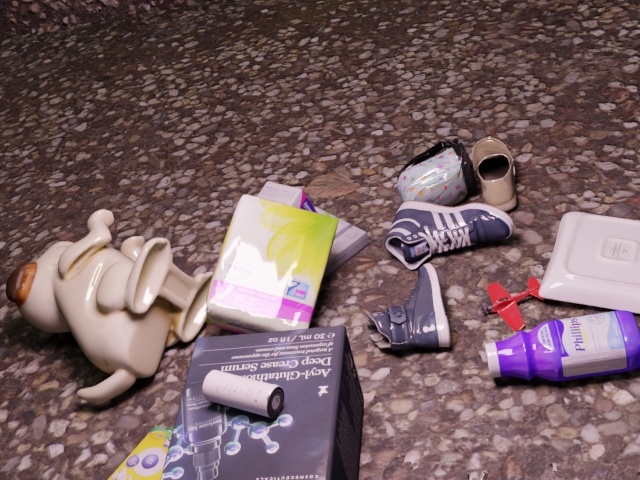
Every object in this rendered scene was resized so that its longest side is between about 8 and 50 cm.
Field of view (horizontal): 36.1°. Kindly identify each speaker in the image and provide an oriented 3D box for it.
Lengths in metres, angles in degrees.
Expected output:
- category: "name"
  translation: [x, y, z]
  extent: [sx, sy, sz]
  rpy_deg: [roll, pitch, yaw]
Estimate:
- category: "speaker"
  translation: [-0.132, 0.259, 1.665]
  extent: [0.136, 0.055, 0.055]
  rpy_deg: [9, 43, 29]

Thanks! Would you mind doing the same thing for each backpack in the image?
- category: "backpack"
  translation: [0.271, -0.137, 2.308]
  extent: [0.182, 0.152, 0.115]
  rpy_deg: [-23, 42, -1]

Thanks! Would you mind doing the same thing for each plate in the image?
- category: "plate"
  translation: [0.614, 0.034, 2.023]
  extent: [0.277, 0.045, 0.277]
  rpy_deg: [10, 42, 21]

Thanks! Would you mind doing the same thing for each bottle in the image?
- category: "bottle"
  translation: [0.454, 0.205, 1.841]
  extent: [0.282, 0.092, 0.118]
  rpy_deg: [-9, 39, 9]

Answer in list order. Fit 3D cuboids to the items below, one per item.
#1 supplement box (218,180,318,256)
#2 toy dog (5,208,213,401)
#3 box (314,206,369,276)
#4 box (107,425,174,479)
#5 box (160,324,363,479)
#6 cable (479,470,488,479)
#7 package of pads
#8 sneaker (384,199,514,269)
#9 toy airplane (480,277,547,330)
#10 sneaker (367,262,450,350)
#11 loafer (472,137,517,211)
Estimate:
- category: "supplement box"
  translation: [-0.115, -0.012, 2.256]
  extent: [0.113, 0.111, 0.220]
  rpy_deg: [13, 63, 37]
- category: "toy dog"
  translation: [-0.487, 0.137, 2.165]
  extent: [0.407, 0.284, 0.396]
  rpy_deg: [15, 83, 32]
- category: "box"
  translation: [0.000, 0.000, 2.310]
  extent: [0.145, 0.038, 0.186]
  rpy_deg: [-37, 41, -24]
- category: "box"
  translation: [-0.314, 0.428, 1.876]
  extent: [0.105, 0.043, 0.179]
  rpy_deg: [14, 44, 32]
- category: "box"
  translation: [-0.092, 0.367, 1.735]
  extent: [0.293, 0.212, 0.396]
  rpy_deg: [-6, 39, 11]
- category: "cable"
  translation: [0.241, 0.510, 1.584]
  extent: [0.139, 0.072, 0.287]
  rpy_deg: [29, 67, 32]
- category: "package of pads"
  translation: [-0.107, 0.063, 2.090]
  extent: [0.229, 0.101, 0.297]
  rpy_deg: [16, 65, 2]
- category: "sneaker"
  translation: [0.276, -0.007, 2.170]
  extent: [0.282, 0.099, 0.153]
  rpy_deg: [6, 41, 31]
- category: "toy airplane"
  translation: [0.403, 0.122, 2.019]
  extent: [0.151, 0.028, 0.151]
  rpy_deg: [-9, 39, 8]
- category: "sneaker"
  translation: [0.175, 0.137, 2.033]
  extent: [0.163, 0.086, 0.226]
  rpy_deg: [-9, 39, 5]
- category: "loafer"
  translation: [0.418, -0.174, 2.337]
  extent: [0.101, 0.092, 0.269]
  rpy_deg: [-11, 37, 6]
